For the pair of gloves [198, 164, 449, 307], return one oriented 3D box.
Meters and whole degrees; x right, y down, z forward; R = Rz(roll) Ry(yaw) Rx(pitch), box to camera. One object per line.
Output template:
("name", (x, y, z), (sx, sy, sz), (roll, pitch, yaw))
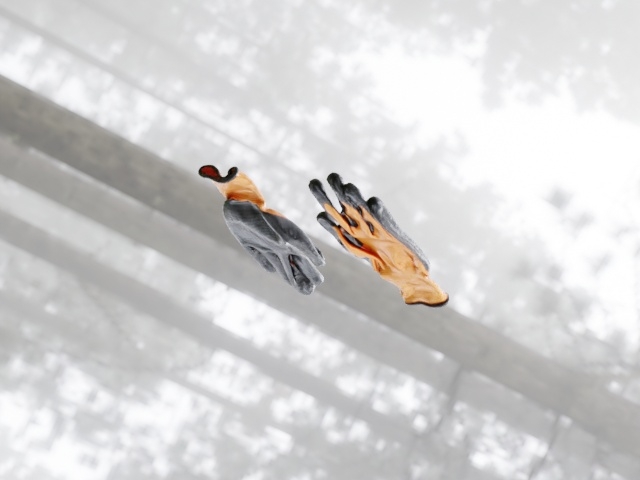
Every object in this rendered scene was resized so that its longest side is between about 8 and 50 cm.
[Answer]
("pair of gloves", (0.000, 0.000, 0.569), (0.083, 0.074, 0.010), (6, -122, 38))
